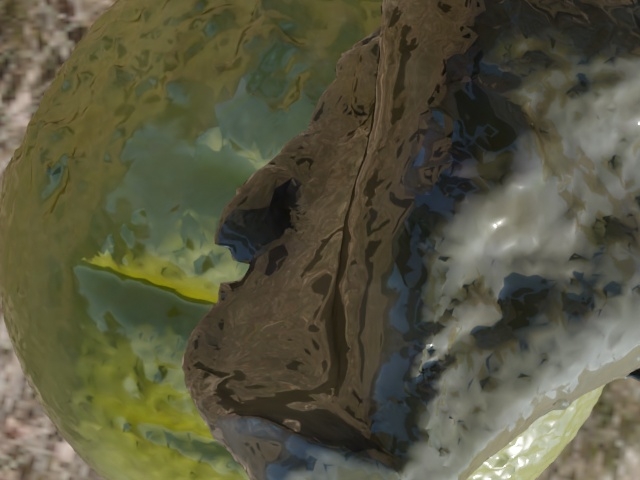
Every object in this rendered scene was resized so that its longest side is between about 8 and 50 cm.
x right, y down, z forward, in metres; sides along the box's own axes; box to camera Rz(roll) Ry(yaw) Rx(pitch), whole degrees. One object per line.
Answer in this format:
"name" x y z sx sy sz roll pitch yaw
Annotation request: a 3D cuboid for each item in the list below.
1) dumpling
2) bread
"dumpling" 0.090 -0.044 0.493 0.332 0.166 0.086 -17 142 -34
"bread" -0.002 0.007 0.951 0.320 0.320 0.237 58 27 -28
